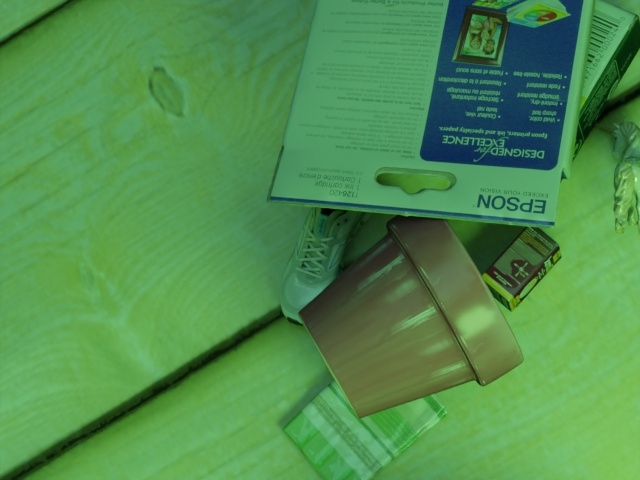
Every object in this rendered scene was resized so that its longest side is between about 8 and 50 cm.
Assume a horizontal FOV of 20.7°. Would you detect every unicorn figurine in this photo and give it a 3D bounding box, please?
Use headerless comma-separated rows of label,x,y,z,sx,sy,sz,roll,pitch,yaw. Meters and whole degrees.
unicorn figurine,0.334,-0.068,1.875,0.060,0.162,0.111,-7,99,5

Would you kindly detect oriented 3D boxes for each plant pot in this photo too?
plant pot,0.084,0.085,1.820,0.180,0.201,0.201,-30,69,-1

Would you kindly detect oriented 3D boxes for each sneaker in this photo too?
sneaker,0.000,0.000,1.933,0.071,0.083,0.191,18,79,16

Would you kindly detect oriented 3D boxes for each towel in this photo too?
towel,0.048,0.194,1.897,0.152,0.023,0.113,-42,67,0

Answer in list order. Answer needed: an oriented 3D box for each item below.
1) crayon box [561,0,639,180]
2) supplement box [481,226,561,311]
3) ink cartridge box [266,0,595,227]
crayon box,0.172,-0.217,1.958,0.318,0.081,0.202,29,82,21
supplement box,0.217,0.029,1.890,0.043,0.055,0.083,41,86,19
ink cartridge box,0.122,-0.149,1.848,0.303,0.072,0.307,6,66,15
